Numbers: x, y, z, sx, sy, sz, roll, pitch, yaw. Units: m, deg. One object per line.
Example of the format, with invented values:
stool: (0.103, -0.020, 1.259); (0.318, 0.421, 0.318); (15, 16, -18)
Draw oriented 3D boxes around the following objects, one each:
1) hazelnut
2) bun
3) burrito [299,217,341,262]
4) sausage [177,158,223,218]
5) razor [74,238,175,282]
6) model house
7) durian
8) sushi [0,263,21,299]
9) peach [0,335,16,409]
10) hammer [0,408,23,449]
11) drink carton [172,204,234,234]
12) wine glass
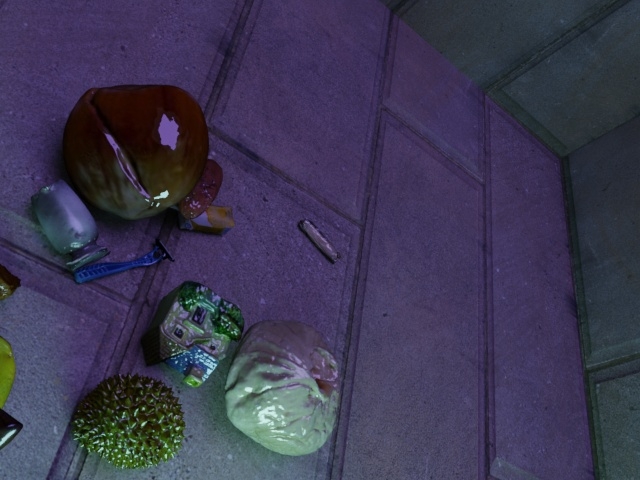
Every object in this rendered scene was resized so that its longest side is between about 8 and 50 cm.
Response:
hazelnut: (-0.450, -0.227, 1.609); (0.315, 0.372, 0.372); (58, 18, -68)
bun: (-0.069, 0.371, 1.635); (0.349, 0.227, 0.352); (0, 79, -59)
burrito: (0.000, 0.000, 2.095); (0.045, 0.041, 0.185); (-42, 100, -5)
sausage: (-0.322, -0.151, 1.779); (0.087, 0.079, 0.326); (11, 27, -4)
razor: (-0.489, 0.060, 1.601); (0.253, 0.042, 0.082); (-18, 58, -45)
model house: (-0.308, 0.241, 1.565); (0.214, 0.195, 0.189); (39, 53, -20)
durian: (-0.400, 0.394, 1.401); (0.237, 0.176, 0.200); (32, 67, -40)
sushi: (-0.746, 0.055, 1.305); (0.287, 0.140, 0.149); (-6, 108, -45)
peach: (-0.683, 0.297, 1.197); (0.154, 0.159, 0.267); (53, 38, -55)
hammer: (-0.667, 0.242, 1.090); (0.409, 0.095, 0.242); (27, 73, 17)
drink carton: (-0.341, -0.067, 1.789); (0.200, 0.074, 0.084); (9, 59, -38)
wine glass: (-0.590, -0.036, 1.512); (0.111, 0.111, 0.204); (-33, 94, -48)
